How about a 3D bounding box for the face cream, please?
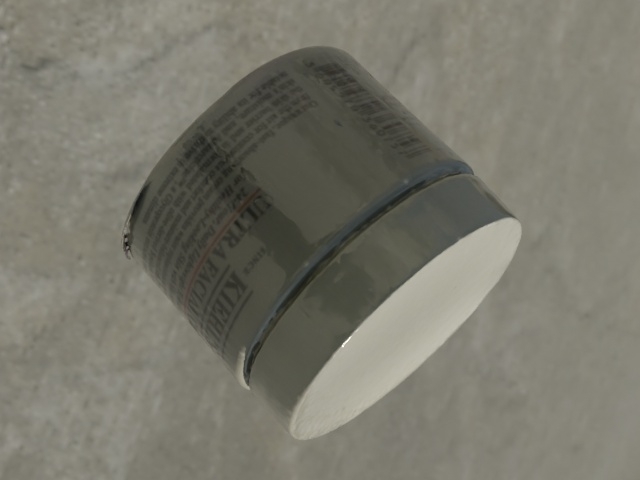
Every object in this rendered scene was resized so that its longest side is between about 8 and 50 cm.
[{"bbox_3d":[0.000,0.000,0.855,0.177,0.153,0.177,-40,161,-16],"label":"face cream"}]
